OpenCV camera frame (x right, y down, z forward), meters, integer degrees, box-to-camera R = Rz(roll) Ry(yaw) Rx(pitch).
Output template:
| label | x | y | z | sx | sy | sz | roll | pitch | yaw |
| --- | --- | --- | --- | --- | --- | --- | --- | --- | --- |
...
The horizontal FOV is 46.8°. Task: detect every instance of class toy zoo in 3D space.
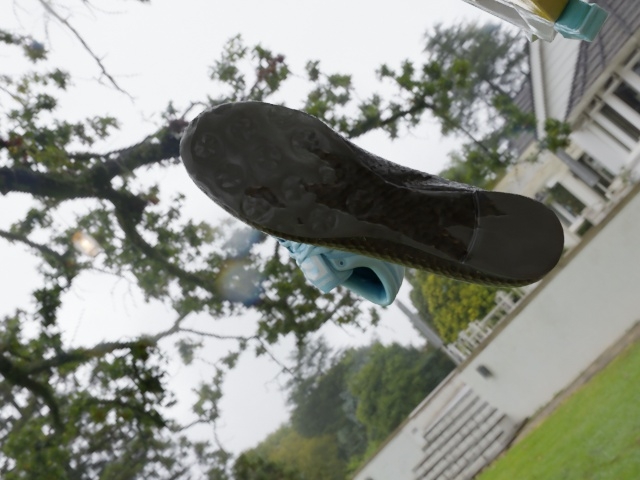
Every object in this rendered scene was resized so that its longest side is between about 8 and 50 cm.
| label | x | y | z | sx | sy | sz | roll | pitch | yaw |
| --- | --- | --- | --- | --- | --- | --- | --- | --- | --- |
| toy zoo | 0.072 | -0.219 | 0.536 | 0.030 | 0.293 | 0.192 | -62 | -23 | 13 |

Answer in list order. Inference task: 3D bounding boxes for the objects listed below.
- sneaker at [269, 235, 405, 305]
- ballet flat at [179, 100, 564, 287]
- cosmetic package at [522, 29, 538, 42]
| label | x | y | z | sx | sy | sz | roll | pitch | yaw |
| --- | --- | --- | --- | --- | --- | --- | --- | --- | --- |
| sneaker | 0.000 | 0.000 | 1.212 | 0.135 | 0.366 | 0.150 | -40 | 35 | 45 |
| ballet flat | 0.031 | -0.025 | 0.479 | 0.058 | 0.250 | 0.084 | 93 | -167 | -79 |
| cosmetic package | 0.253 | -0.399 | 1.033 | 0.060 | 0.239 | 0.099 | -33 | -9 | 15 |
